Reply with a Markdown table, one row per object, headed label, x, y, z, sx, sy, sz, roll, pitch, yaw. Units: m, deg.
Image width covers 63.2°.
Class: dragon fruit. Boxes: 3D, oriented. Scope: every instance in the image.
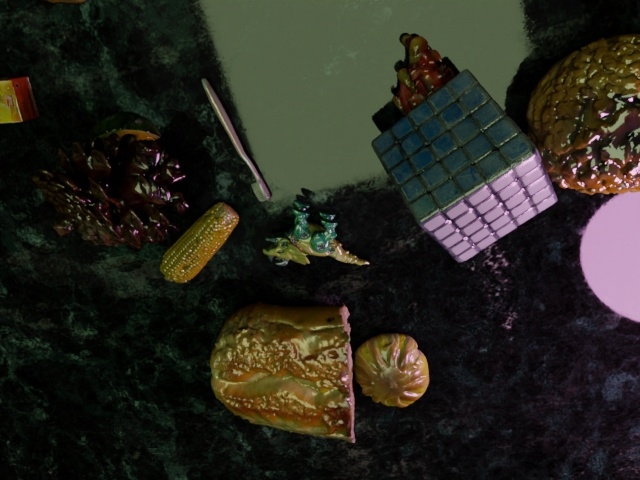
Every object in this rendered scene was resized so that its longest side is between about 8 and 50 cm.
| label | x | y | z | sx | sy | sz | roll | pitch | yaw |
| --- | --- | --- | --- | --- | --- | --- | --- | --- | --- |
| dragon fruit | 0.211 | -0.315 | 1.051 | 0.133 | 0.150 | 0.208 | -26 | 104 | -15 |

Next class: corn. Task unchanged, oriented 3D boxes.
| label | x | y | z | sx | sy | sz | roll | pitch | yaw |
| --- | --- | --- | --- | --- | --- | --- | --- | --- | --- |
| corn | -0.297 | 0.012 | 1.259 | 0.097 | 0.097 | 0.261 | 41 | 111 | -12 |

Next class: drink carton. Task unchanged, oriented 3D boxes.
| label | x | y | z | sx | sy | sz | roll | pitch | yaw |
| --- | --- | --- | --- | --- | --- | --- | --- | --- | --- |
| drink carton | -0.770 | -0.314 | 1.179 | 0.222 | 0.071 | 0.096 | -2 | 113 | 6 |

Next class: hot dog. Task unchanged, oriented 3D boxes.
| label | x | y | z | sx | sy | sz | roll | pitch | yaw |
| --- | --- | --- | --- | --- | --- | --- | --- | --- | --- |
| hot dog | -0.096 | 0.333 | 1.335 | 0.365 | 0.196 | 0.368 | 0 | 107 | 7 |

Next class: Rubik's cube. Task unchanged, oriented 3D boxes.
| label | x | y | z | sx | sy | sz | roll | pitch | yaw |
| --- | --- | --- | --- | --- | --- | --- | --- | --- | --- |
| Rubik's cube | 0.281 | -0.136 | 1.013 | 0.236 | 0.237 | 0.238 | -35 | 146 | 20 |

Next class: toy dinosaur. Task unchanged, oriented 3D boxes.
| label | x | y | z | sx | sy | sz | roll | pitch | yaw |
| --- | --- | --- | --- | --- | --- | --- | --- | --- | --- |
| toy dinosaur | 0.000 | 0.000 | 1.232 | 0.259 | 0.094 | 0.153 | 10 | 115 | -7 |

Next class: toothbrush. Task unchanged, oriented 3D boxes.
| label | x | y | z | sx | sy | sz | roll | pitch | yaw |
| --- | --- | --- | --- | --- | --- | --- | --- | --- | --- |
| toothbrush | -0.195 | -0.222 | 1.184 | 0.029 | 0.025 | 0.307 | -18 | 111 | 22 |

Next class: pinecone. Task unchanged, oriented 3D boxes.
| label | x | y | z | sx | sy | sz | roll | pitch | yaw |
| --- | --- | --- | --- | --- | --- | --- | --- | --- | --- |
| pinecone | -0.431 | -0.107 | 1.118 | 0.298 | 0.295 | 0.242 | 24 | 121 | 38 |

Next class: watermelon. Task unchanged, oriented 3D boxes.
| label | x | y | z | sx | sy | sz | roll | pitch | yaw |
| --- | --- | --- | --- | --- | --- | --- | --- | --- | --- |
| watermelon | -0.467 | -0.234 | 1.179 | 0.181 | 0.075 | 0.092 | -16 | 115 | 11 |

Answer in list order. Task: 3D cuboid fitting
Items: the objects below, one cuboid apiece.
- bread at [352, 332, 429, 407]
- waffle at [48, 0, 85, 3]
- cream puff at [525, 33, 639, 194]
| label | x | y | z | sx | sy | sz | roll | pitch | yaw |
| --- | --- | --- | --- | --- | --- | --- | --- | --- | --- |
| bread | 0.182 | 0.344 | 1.354 | 0.213 | 0.105 | 0.214 | 3 | 116 | 7 |
| waffle | -0.619 | -0.657 | 1.009 | 0.304 | 0.077 | 0.349 | 5 | 114 | 3 |
| cream puff | 0.576 | -0.221 | 0.994 | 0.327 | 0.231 | 0.343 | -42 | 104 | 17 |
